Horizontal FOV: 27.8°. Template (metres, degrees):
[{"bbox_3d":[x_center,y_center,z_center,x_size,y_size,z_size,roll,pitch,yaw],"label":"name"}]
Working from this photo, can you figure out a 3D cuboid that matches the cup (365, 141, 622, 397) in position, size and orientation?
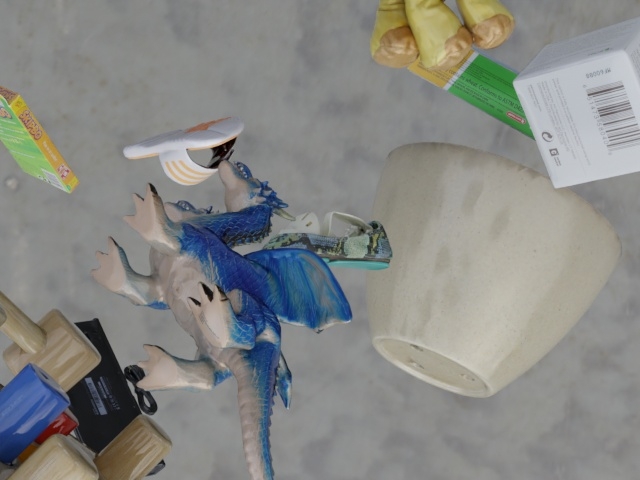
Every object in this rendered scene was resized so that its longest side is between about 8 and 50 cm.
[{"bbox_3d":[0.187,0.060,1.665,0.331,0.237,0.331,24,163,8],"label":"cup"}]

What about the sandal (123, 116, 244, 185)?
[{"bbox_3d":[-0.184,-0.119,1.830,0.265,0.102,0.076,-3,109,55],"label":"sandal"}]

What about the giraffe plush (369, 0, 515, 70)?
[{"bbox_3d":[0.112,-0.312,1.413,0.181,0.210,0.170,-22,153,2],"label":"giraffe plush"}]

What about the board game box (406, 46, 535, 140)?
[{"bbox_3d":[0.274,-0.198,1.802,0.242,0.316,0.064,31,102,14],"label":"board game box"}]

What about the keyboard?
[{"bbox_3d":[-0.215,0.159,1.303,0.023,0.108,0.180,-50,59,40],"label":"keyboard"}]

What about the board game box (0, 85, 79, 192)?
[{"bbox_3d":[-0.507,-0.184,2.177,0.124,0.039,0.259,24,158,31],"label":"board game box"}]

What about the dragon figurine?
[{"bbox_3d":[-0.041,0.045,0.776,0.144,0.289,0.085,9,124,-44],"label":"dragon figurine"}]

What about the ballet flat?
[{"bbox_3d":[0.000,0.000,1.392,0.070,0.188,0.070,-2,87,44],"label":"ballet flat"}]

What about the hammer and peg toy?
[{"bbox_3d":[-0.200,0.144,0.870,0.127,0.361,0.266,-45,130,-2],"label":"hammer and peg toy"}]

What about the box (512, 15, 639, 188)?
[{"bbox_3d":[0.226,-0.111,1.037,0.102,0.087,0.101,-11,112,37],"label":"box"}]
